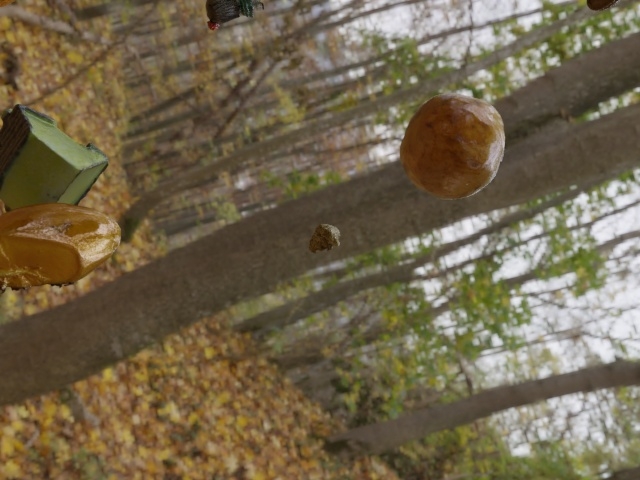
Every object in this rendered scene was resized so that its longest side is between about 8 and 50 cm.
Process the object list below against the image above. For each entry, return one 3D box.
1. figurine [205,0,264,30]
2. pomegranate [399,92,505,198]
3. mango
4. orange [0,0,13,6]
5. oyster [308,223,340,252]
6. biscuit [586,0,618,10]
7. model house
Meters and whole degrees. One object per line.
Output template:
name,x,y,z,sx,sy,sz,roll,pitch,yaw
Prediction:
figurine,-0.154,-0.414,1.568,0.047,0.106,0.060,-118,-163,-54
pomegranate,0.293,-0.203,1.915,0.248,0.248,0.248,-14,90,-88
mango,-0.461,0.005,1.495,0.154,0.252,0.126,43,-42,46
orange,-0.577,-0.485,1.485,0.193,0.193,0.161,73,-2,-50
oyster,0.000,0.000,1.668,0.038,0.083,0.080,32,30,-31
biscuit,0.472,-0.524,1.447,0.041,0.208,0.290,-33,128,-45
model house,-0.584,-0.153,1.791,0.211,0.194,0.170,40,20,-3
